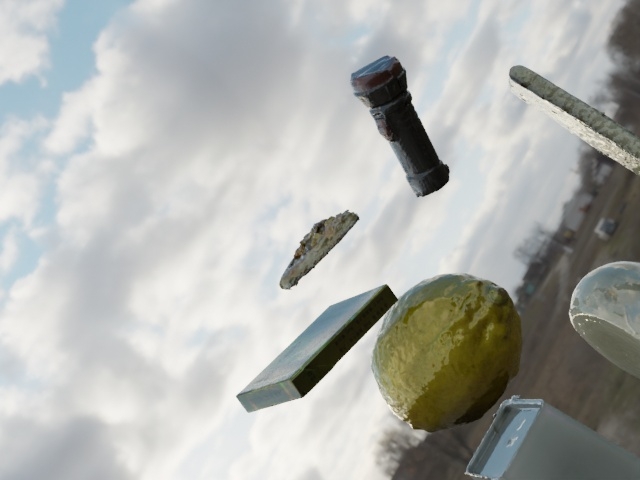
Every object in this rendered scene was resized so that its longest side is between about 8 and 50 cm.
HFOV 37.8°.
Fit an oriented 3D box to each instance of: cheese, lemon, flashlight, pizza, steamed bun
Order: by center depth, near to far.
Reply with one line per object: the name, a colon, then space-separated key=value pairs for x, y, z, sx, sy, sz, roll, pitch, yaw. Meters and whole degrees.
cheese: x=0.433 y=-0.128 z=1.317 sx=0.034 sy=0.400 sz=0.085 roll=-53 pitch=-15 yaw=0
steamed bun: x=0.510 y=0.116 z=1.449 sx=0.145 sy=0.232 sz=0.232 roll=-51 pitch=-15 yaw=-11
flashlight: x=0.131 y=-0.177 z=1.500 sx=0.093 sy=0.093 sz=0.232 roll=-48 pitch=-61 yaw=-42
pizza: x=0.000 y=0.000 z=1.708 sx=0.195 sy=0.052 sz=0.185 roll=-42 pitch=10 yaw=37
lemon: x=0.234 y=0.199 z=1.735 sx=0.285 sy=0.285 sz=0.316 roll=-32 pitch=-48 yaw=-64

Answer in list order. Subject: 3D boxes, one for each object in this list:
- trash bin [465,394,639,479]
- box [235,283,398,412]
trash bin: x=0.472 y=0.488 z=1.761 sx=0.296 sy=0.367 sz=0.256 roll=-56 pitch=6 yaw=-14
box: x=-0.003 y=0.127 z=1.113 sx=0.193 sy=0.030 sz=0.121 roll=-42 pitch=10 yaw=-38
